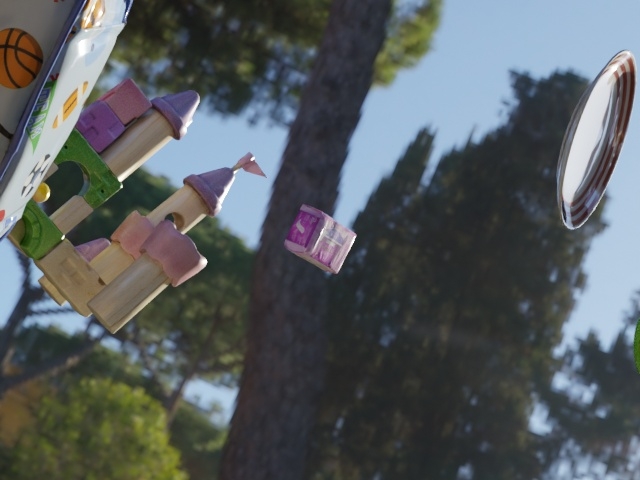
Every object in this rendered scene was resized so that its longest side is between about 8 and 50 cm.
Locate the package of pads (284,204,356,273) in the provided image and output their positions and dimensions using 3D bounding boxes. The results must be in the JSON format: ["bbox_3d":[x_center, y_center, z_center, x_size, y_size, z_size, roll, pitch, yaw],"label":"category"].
[{"bbox_3d":[0.000,0.000,1.478,0.032,0.050,0.083,22,-5,32],"label":"package of pads"}]

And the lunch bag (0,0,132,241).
[{"bbox_3d":[-0.280,-0.143,0.989,0.243,0.303,0.115,31,16,3],"label":"lunch bag"}]

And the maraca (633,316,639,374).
[{"bbox_3d":[0.385,0.100,1.348,0.186,0.127,0.099,5,7,-2],"label":"maraca"}]

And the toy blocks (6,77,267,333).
[{"bbox_3d":[-0.243,-0.096,1.567,0.288,0.260,0.309,51,-15,-17],"label":"toy blocks"}]

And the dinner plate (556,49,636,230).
[{"bbox_3d":[0.204,-0.076,1.082,0.017,0.141,0.141,22,-26,23],"label":"dinner plate"}]
